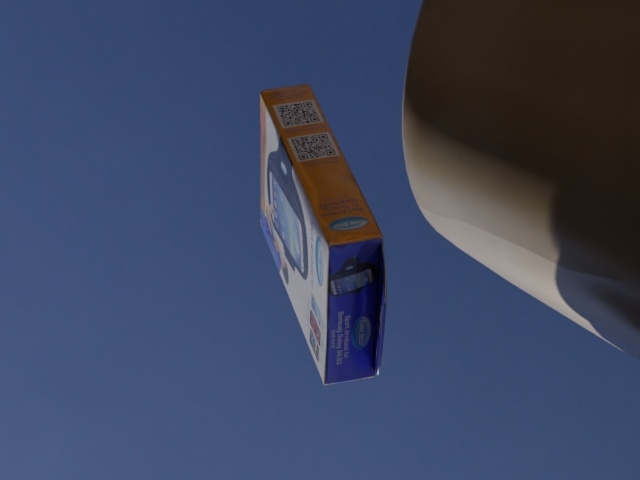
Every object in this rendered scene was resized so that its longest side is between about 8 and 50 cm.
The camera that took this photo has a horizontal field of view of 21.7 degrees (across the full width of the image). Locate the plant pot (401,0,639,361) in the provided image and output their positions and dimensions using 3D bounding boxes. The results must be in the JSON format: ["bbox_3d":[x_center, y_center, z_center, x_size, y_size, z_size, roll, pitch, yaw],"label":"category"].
[{"bbox_3d":[0.204,-0.060,0.761,0.280,0.323,0.323,17,-102,31],"label":"plant pot"}]

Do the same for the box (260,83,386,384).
[{"bbox_3d":[0.000,0.000,0.748,0.028,0.081,0.136,-8,-141,-11],"label":"box"}]
